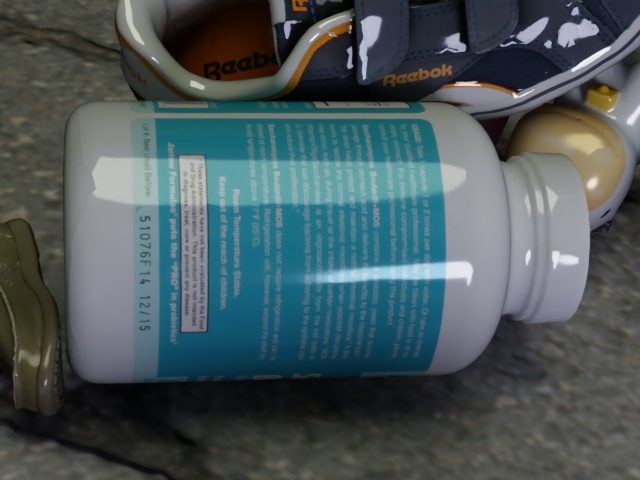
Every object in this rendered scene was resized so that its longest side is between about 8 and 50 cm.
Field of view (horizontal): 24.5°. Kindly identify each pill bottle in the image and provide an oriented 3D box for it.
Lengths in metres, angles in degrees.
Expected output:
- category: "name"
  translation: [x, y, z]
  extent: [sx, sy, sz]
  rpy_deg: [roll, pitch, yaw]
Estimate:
- category: "pill bottle"
  translation: [0.000, 0.000, 0.769]
  extent: [0.264, 0.146, 0.146]
  rpy_deg: [0, 40, -8]

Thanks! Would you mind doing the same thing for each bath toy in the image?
- category: "bath toy"
  translation: [0.108, -0.096, 0.915]
  extent: [0.348, 0.129, 0.151]
  rpy_deg: [31, 43, 24]

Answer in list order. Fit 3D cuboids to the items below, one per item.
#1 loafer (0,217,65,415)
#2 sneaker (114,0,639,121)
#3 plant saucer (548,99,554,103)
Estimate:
- category: "loafer"
  translation: [-0.166, 0.042, 0.770]
  extent: [0.050, 0.056, 0.148]
  rpy_deg: [-8, 32, -16]
- category: "sneaker"
  translation: [0.041, -0.130, 0.809]
  extent: [0.321, 0.127, 0.126]
  rpy_deg: [-18, 65, 9]
- category: "plant saucer"
  translation: [0.079, -0.209, 1.107]
  extent: [0.259, 0.047, 0.258]
  rpy_deg: [11, 40, 3]
